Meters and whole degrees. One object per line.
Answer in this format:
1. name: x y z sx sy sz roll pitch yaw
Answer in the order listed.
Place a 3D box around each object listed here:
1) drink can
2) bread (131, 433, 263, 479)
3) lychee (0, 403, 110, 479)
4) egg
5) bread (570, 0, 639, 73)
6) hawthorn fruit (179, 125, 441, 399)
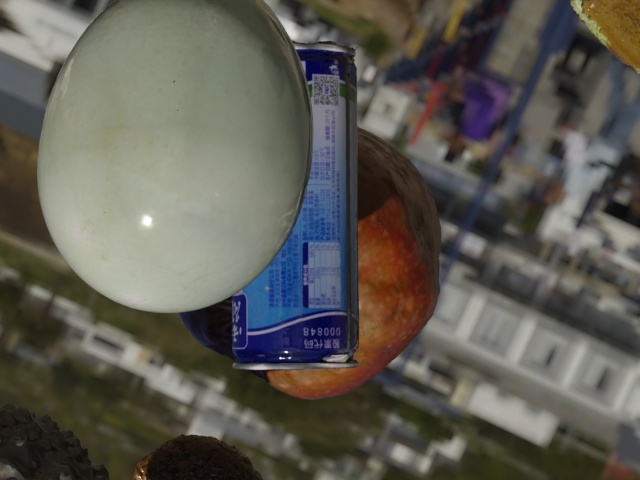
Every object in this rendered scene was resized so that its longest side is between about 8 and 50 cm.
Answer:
1. drink can: -0.019 -0.024 1.449 0.097 0.235 0.097 -1 178 0
2. bread: -0.135 0.315 2.268 0.193 0.193 0.064 23 160 -22
3. lychee: -0.274 0.245 1.449 0.300 0.300 0.300 24 -176 -2
4. egg: -0.078 -0.059 1.111 0.151 0.209 0.151 8 148 5
5. bread: 0.312 -0.224 1.860 0.140 0.128 0.069 40 -173 -23
6. hawthorn fruit: -0.005 0.013 1.787 0.258 0.258 0.262 27 -160 30
